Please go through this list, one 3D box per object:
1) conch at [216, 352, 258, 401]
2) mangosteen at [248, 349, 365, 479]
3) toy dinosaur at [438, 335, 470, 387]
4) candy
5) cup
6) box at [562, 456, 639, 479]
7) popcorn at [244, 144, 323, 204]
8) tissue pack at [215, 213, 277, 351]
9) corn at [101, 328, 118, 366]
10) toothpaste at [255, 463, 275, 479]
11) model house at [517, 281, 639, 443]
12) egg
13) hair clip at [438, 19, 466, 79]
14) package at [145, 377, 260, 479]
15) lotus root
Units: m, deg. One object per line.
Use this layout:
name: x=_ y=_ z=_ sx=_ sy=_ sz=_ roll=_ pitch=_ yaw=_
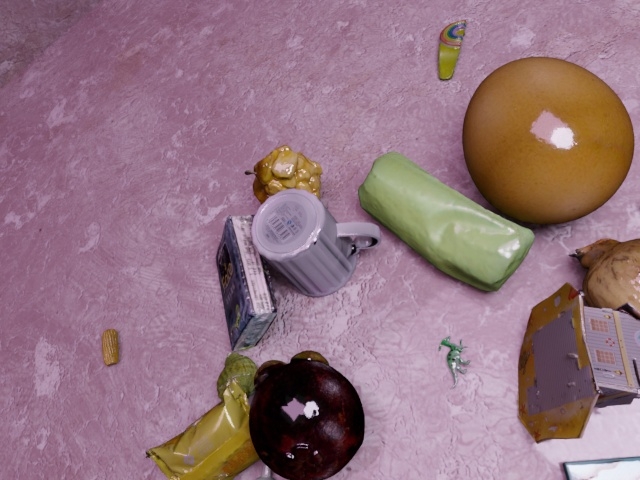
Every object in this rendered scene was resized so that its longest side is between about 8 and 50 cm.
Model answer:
conch: x=-0.165 y=0.280 z=0.851 sx=0.089 sy=0.074 sz=0.121 roll=-1 pitch=41 yaw=-14
mangosteen: x=-0.023 y=0.292 z=0.709 sx=0.209 sy=0.210 sz=0.210 roll=-9 pitch=62 yaw=18
toy dinosaur: x=0.230 y=0.209 z=0.741 sx=0.062 sy=0.021 sz=0.083 roll=29 pitch=75 yaw=38
candy: x=0.221 y=-0.042 z=0.805 sx=0.142 sy=0.132 sz=0.343 roll=-45 pitch=56 yaw=-10
cup: x=-0.010 y=-0.009 z=0.841 sx=0.221 sy=0.202 sz=0.167 roll=-37 pitch=60 yaw=2
box: x=0.437 y=0.408 z=0.542 sx=0.161 sy=0.041 sz=0.229 roll=-13 pitch=61 yaw=16
popcorn: x=-0.068 y=-0.133 z=0.942 sx=0.163 sy=0.194 sz=0.140 roll=20 pitch=69 yaw=3
tissue pack: x=-0.161 y=0.087 z=0.880 sx=0.073 sy=0.173 sz=0.236 roll=-2 pitch=56 yaw=-27
corn: x=-0.504 y=0.255 z=1.009 sx=0.037 sy=0.037 sz=0.092 roll=-26 pitch=61 yaw=9
toothpaste: x=-0.102 y=0.495 z=0.727 sx=0.057 sy=0.034 sz=0.197 roll=-14 pitch=61 yaw=34
model house: x=0.391 y=0.191 z=0.606 sx=0.135 sy=0.219 sz=0.208 roll=8 pitch=58 yaw=4
egg: x=0.379 y=-0.179 z=0.737 sx=0.250 sy=0.250 sz=0.323 roll=-20 pitch=56 yaw=12
hair clip: x=0.319 y=-0.475 z=1.039 sx=0.060 sy=0.033 sz=0.189 roll=5 pitch=67 yaw=27
package: x=-0.187 y=0.379 z=0.768 sx=0.226 sy=0.090 sz=0.168 roll=-38 pitch=92 yaw=-2
lotus root: x=0.497 y=0.087 z=0.622 sx=0.154 sy=0.140 sz=0.257 roll=-34 pitch=64 yaw=-4
